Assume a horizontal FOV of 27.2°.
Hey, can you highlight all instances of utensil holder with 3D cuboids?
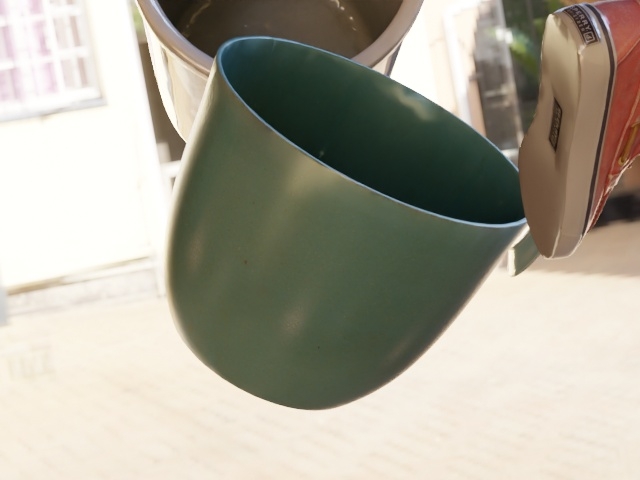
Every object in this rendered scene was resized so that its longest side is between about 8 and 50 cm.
[{"bbox_3d":[-0.056,-0.266,1.579,0.327,0.328,0.385,-10,-13,-7],"label":"utensil holder"}]

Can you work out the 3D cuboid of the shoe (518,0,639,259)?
[{"bbox_3d":[0.155,-0.057,0.686,0.081,0.063,0.178,-14,-36,-9],"label":"shoe"}]

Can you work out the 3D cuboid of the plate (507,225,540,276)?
[{"bbox_3d":[0.275,-0.041,1.638,0.024,0.188,0.188,30,2,-3],"label":"plate"}]

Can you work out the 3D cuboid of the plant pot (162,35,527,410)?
[{"bbox_3d":[0.000,0.000,1.131,0.293,0.235,0.293,22,24,-11],"label":"plant pot"}]
